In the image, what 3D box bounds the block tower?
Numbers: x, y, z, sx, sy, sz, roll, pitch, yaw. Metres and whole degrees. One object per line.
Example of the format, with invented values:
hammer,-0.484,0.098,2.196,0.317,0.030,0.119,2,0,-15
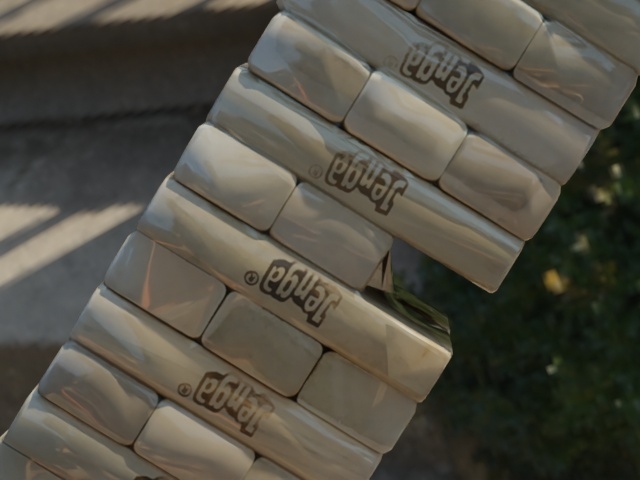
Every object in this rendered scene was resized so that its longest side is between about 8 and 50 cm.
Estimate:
block tower,0.000,0.000,0.495,0.335,0.097,0.091,-58,1,8
